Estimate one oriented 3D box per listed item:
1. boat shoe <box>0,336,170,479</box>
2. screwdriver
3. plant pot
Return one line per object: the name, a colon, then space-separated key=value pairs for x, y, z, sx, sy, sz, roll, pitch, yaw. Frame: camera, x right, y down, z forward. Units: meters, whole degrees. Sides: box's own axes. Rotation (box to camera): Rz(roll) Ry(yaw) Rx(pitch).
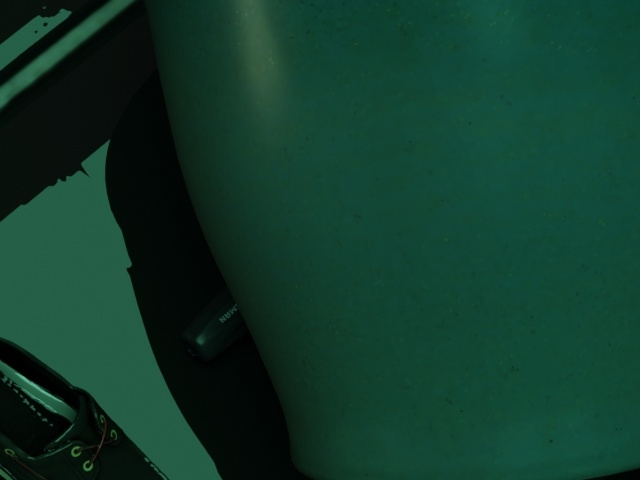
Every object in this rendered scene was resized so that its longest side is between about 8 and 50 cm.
boat shoe: x=-0.113 y=0.091 z=0.737 sx=0.133 sy=0.042 sz=0.049 roll=38 pitch=51 yaw=-9
screwdriver: x=0.000 y=0.000 z=0.803 sx=0.170 sy=0.024 sz=0.025 roll=-39 pitch=52 yaw=-19
plant pot: x=0.065 y=-0.037 z=0.698 sx=0.272 sy=0.271 sz=0.255 roll=-7 pitch=94 yaw=-10
